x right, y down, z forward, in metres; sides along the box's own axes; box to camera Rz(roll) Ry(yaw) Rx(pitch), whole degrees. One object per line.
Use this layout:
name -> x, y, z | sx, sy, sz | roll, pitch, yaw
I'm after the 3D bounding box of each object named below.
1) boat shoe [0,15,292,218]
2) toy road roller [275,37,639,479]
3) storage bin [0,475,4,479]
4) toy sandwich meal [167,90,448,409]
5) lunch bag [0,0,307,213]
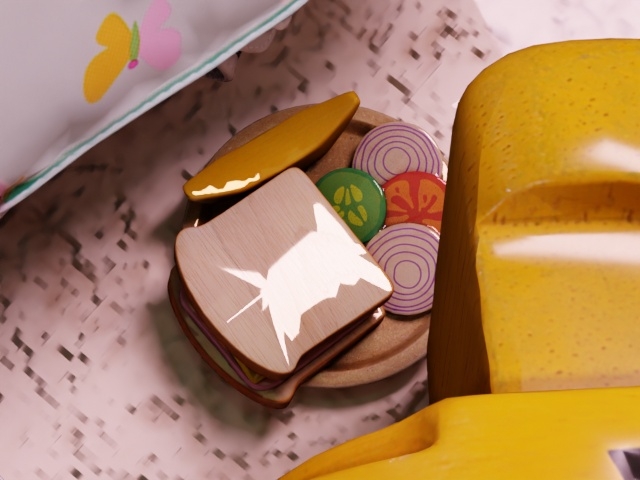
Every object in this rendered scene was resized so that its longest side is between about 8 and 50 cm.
boat shoe -> -0.041, -0.067, 0.501 | 0.184, 0.066, 0.063 | -42, 100, -18
toy road roller -> 0.132, 0.084, 0.389 | 0.329, 0.202, 0.241 | -3, 58, -3
storage bin -> -0.133, 0.079, 0.443 | 0.122, 0.084, 0.180 | -41, 80, -12
toy sandwich meal -> 0.000, 0.000, 0.497 | 0.085, 0.029, 0.086 | 1, 74, -2
lunch bag -> -0.083, -0.146, 0.402 | 0.223, 0.160, 0.262 | -37, 105, -12
